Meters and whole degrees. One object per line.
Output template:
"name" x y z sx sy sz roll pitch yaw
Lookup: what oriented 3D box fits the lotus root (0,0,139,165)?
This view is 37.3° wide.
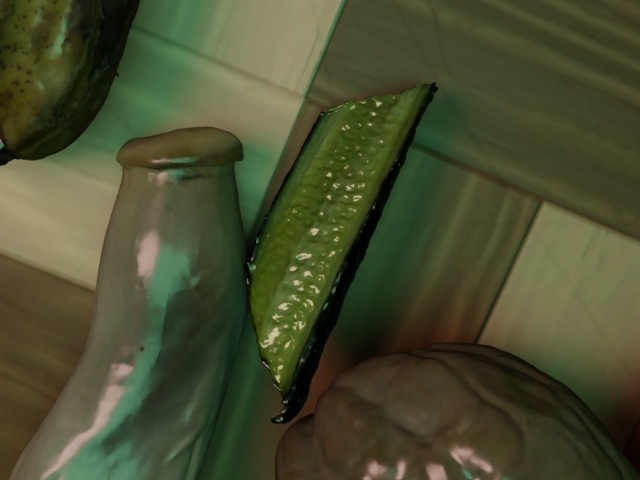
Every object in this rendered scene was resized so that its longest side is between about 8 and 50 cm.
"lotus root" -0.168 -0.174 0.514 0.154 0.154 0.278 16 100 -4

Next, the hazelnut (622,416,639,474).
"hazelnut" 0.262 0.142 0.554 0.182 0.182 0.182 0 99 -1

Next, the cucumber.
"cucumber" 0.000 0.000 0.568 0.070 0.046 0.220 19 76 23

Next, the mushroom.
"mushroom" -0.117 0.098 0.586 0.109 0.097 0.351 19 95 -6

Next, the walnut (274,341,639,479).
"walnut" 0.080 0.169 0.536 0.224 0.224 0.224 0 99 -1
